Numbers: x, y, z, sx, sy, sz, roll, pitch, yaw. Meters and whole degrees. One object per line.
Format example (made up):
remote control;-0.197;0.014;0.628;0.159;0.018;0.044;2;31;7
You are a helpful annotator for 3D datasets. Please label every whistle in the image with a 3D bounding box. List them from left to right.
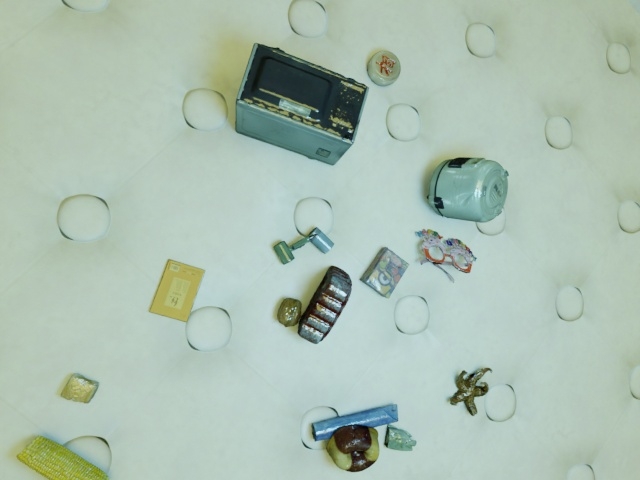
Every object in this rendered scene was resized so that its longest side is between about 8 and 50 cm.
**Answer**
whistle;0.122;0.608;1.341;0.304;0.062;0.062;-6;88;-15

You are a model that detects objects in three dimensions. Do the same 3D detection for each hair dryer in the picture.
hair dryer;-0.075;0.015;1.314;0.150;0.047;0.071;-29;96;5

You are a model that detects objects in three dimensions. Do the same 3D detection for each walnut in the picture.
walnut;-0.100;0.234;1.299;0.079;0.082;0.096;24;78;-40

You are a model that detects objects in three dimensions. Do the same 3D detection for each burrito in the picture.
burrito;0.279;0.689;1.389;0.118;0.044;0.074;19;78;-9

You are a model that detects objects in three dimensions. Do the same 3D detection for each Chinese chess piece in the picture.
Chinese chess piece;0.231;-0.622;1.450;0.122;0.051;0.122;1;87;-15

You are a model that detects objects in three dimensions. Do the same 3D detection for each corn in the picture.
corn;-0.706;0.632;1.112;0.248;0.081;0.081;38;78;-9

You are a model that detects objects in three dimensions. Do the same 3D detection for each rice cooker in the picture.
rice cooker;0.508;-0.181;1.401;0.226;0.244;0.226;-7;102;-35

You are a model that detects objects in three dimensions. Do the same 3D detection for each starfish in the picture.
starfish;0.545;0.530;1.451;0.146;0.074;0.190;37;78;-11

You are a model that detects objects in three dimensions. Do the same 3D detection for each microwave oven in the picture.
microwave oven;-0.064;-0.416;1.246;0.355;0.286;0.218;17;81;-9

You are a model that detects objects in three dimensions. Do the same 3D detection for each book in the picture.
book;-0.443;0.156;1.245;0.118;0.012;0.172;20;82;-13

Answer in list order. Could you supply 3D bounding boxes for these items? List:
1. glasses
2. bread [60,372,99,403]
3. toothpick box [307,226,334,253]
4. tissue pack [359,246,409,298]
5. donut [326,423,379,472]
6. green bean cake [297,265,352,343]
glasses;0.454;0.051;1.467;0.255;0.095;0.162;20;54;-11
bread;-0.690;0.427;1.153;0.083;0.035;0.070;27;81;-18
toothpick box;0.000;0.000;1.351;0.083;0.052;0.052;43;77;-9
tissue pack;0.225;0.112;1.399;0.108;0.060;0.148;37;77;-11
donut;0.114;0.677;1.298;0.184;0.073;0.166;37;100;-28
green bean cake;0.018;0.210;1.305;0.097;0.198;0.233;30;95;-3
